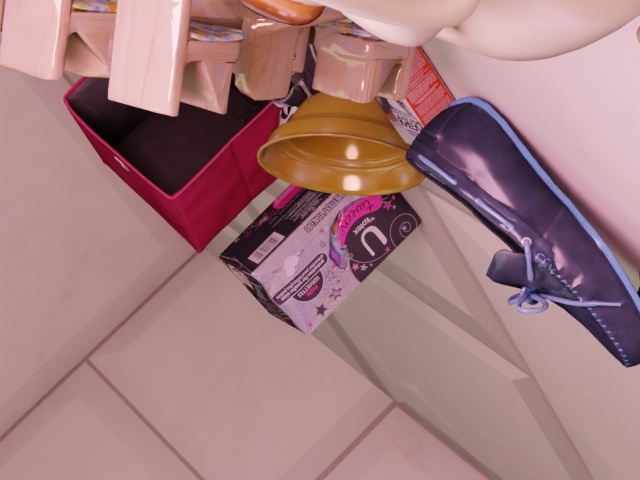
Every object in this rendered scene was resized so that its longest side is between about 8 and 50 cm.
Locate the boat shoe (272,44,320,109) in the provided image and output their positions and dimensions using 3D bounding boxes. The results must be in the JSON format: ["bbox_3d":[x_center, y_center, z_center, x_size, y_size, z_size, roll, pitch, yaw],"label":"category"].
[{"bbox_3d":[-0.040,-0.221,1.810,0.108,0.102,0.301,43,169,17],"label":"boat shoe"}]

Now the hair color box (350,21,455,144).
[{"bbox_3d":[0.095,-0.175,1.587,0.167,0.053,0.093,53,168,-30],"label":"hair color box"}]

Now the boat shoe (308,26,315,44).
[{"bbox_3d":[-0.018,-0.290,1.615,0.049,0.056,0.152,46,162,30],"label":"boat shoe"}]

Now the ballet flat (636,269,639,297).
[{"bbox_3d":[0.361,0.050,1.463,0.057,0.049,0.173,19,168,16],"label":"ballet flat"}]

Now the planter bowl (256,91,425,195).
[{"bbox_3d":[0.031,-0.135,1.790,0.217,0.090,0.217,6,164,2],"label":"planter bowl"}]

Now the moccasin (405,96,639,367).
[{"bbox_3d":[0.221,0.007,1.503,0.342,0.117,0.138,52,175,15],"label":"moccasin"}]

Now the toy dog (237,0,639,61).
[{"bbox_3d":[0.048,-0.269,0.945,0.395,0.284,0.408,19,-177,-28],"label":"toy dog"}]

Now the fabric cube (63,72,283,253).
[{"bbox_3d":[-0.209,-0.181,2.212,0.254,0.259,0.258,42,169,16],"label":"fabric cube"}]

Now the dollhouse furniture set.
[{"bbox_3d":[-0.145,-0.286,1.301,0.394,0.256,0.362,18,-163,32],"label":"dollhouse furniture set"}]

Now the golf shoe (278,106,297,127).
[{"bbox_3d":[-0.030,-0.170,2.120,0.186,0.067,0.086,154,96,-78],"label":"golf shoe"}]

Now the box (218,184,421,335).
[{"bbox_3d":[0.000,0.000,2.103,0.142,0.247,0.163,48,170,-22],"label":"box"}]
